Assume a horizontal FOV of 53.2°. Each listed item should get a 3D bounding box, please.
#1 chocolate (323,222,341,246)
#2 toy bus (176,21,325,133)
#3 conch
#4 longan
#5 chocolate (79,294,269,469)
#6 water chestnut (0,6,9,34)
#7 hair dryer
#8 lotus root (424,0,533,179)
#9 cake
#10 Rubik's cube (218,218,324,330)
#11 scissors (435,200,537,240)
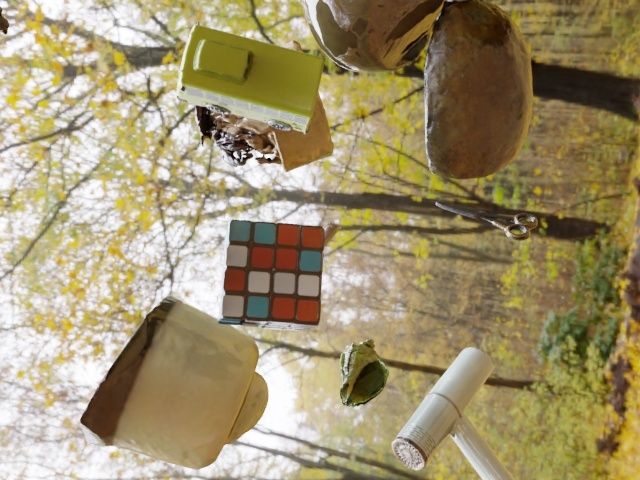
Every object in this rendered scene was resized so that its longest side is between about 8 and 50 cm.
[{"bbox_3d":[0.000,0.000,1.341,0.100,0.031,0.064,-49,-12,5],"label":"chocolate"},{"bbox_3d":[-0.131,-0.297,1.176,0.150,0.262,0.128,152,131,-82],"label":"toy bus"},{"bbox_3d":[0.071,0.221,1.066,0.074,0.089,0.121,45,-122,-50],"label":"conch"},{"bbox_3d":[0.104,-0.478,1.190,0.319,0.319,0.318,8,-90,-69],"label":"longan"},{"bbox_3d":[-0.262,0.304,1.257,0.326,0.297,0.314,-57,-3,-32],"label":"chocolate"},{"bbox_3d":[-0.557,-0.260,0.789,0.244,0.289,0.289,-50,-37,-36],"label":"water chestnut"},{"bbox_3d":[0.183,0.224,0.672,0.155,0.183,0.044,-41,-9,-37],"label":"hair dryer"},{"bbox_3d":[0.293,-0.274,1.161,0.210,0.142,0.314,-27,-59,-46],"label":"lotus root"},{"bbox_3d":[-0.157,-0.318,1.638,0.332,0.321,0.332,163,90,-87],"label":"cake"},{"bbox_3d":[-0.082,0.060,1.022,0.154,0.151,0.155,130,143,-75],"label":"Rubik's cube"},{"bbox_3d":[0.349,-0.053,1.371,0.088,0.220,0.017,-45,-39,-37],"label":"scissors"}]
